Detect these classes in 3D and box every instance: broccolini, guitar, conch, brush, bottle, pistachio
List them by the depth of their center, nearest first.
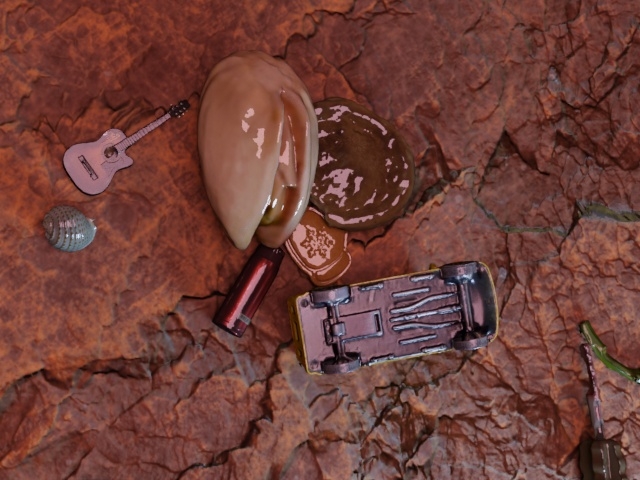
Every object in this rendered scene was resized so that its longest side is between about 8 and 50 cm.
[{"bbox_3d":[-0.398,-0.017,1.894,0.085,0.056,0.076,2,97,-13],"label":"conch"},{"bbox_3d":[-0.105,-0.144,1.903,0.193,0.214,0.318,1,95,-33],"label":"pistachio"},{"bbox_3d":[-0.310,-0.162,1.942,0.233,0.025,0.088,-36,94,-15],"label":"guitar"},{"bbox_3d":[-0.114,0.075,1.954,0.060,0.060,0.164,32,79,-9],"label":"bottle"},{"bbox_3d":[0.484,0.327,2.069,0.071,0.084,0.301,-4,81,-13],"label":"brush"},{"bbox_3d":[0.582,0.198,2.117,0.271,0.062,0.123,31,69,-6],"label":"broccolini"}]

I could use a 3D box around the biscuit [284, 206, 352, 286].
[{"bbox_3d":[0.000,0.000,2.004,0.118,0.023,0.140,-43,95,-13],"label":"biscuit"}]

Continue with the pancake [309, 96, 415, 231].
[{"bbox_3d":[0.048,-0.131,2.007,0.222,0.042,0.236,-25,83,-12],"label":"pancake"}]

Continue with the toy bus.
[{"bbox_3d":[0.118,0.123,1.957,0.330,0.152,0.144,-9,93,-12],"label":"toy bus"}]
